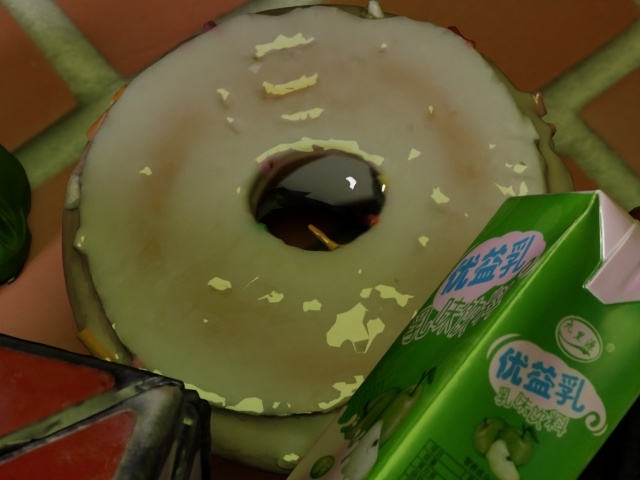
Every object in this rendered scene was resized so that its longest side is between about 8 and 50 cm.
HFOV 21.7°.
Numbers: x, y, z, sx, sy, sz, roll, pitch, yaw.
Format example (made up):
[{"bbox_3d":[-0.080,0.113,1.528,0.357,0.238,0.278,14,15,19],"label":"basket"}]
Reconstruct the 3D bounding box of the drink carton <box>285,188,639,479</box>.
[{"bbox_3d":[0.099,0.102,1.026,0.108,0.161,0.271,41,81,-11],"label":"drink carton"}]

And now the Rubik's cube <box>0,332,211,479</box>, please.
[{"bbox_3d":[-0.248,0.241,1.011,0.307,0.310,0.305,12,50,8],"label":"Rubik's cube"}]

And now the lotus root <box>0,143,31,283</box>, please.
[{"bbox_3d":[-0.314,-0.045,1.245,0.186,0.186,0.186,-1,65,2],"label":"lotus root"}]

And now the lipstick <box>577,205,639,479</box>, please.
[{"bbox_3d":[0.211,0.096,1.107,0.077,0.077,0.418,11,33,7],"label":"lipstick"}]

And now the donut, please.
[{"bbox_3d":[0.000,0.000,1.225,0.383,0.142,0.382,0,65,0],"label":"donut"}]
